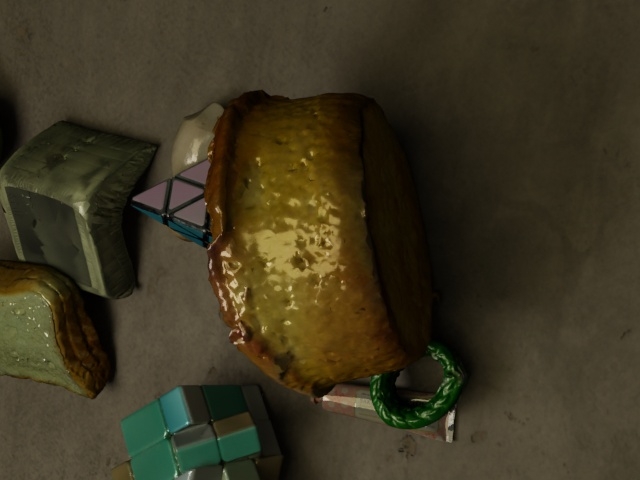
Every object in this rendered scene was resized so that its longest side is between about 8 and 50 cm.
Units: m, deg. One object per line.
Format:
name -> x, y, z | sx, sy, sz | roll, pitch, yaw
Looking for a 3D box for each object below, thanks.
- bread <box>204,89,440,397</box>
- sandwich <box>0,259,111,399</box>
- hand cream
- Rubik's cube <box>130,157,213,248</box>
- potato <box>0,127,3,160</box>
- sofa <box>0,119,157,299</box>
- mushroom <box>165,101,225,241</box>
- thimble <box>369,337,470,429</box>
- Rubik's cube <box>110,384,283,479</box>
bread -> 0.000, 0.000, 1.292 | 0.215, 0.398, 0.398 | -10, 92, 16
sandwich -> -0.477, 0.140, 1.697 | 0.251, 0.087, 0.226 | 6, 122, 29
hand cream -> 0.087, 0.234, 1.476 | 0.210, 0.043, 0.067 | 7, 95, 21
Rubik's cube -> -0.173, -0.070, 1.486 | 0.178, 0.211, 0.190 | 10, 76, -6
potato -> -0.663, -0.151, 1.736 | 0.305, 0.216, 0.215 | -5, 94, 31
sofa -> -0.372, -0.047, 1.664 | 0.210, 0.176, 0.225 | 14, 132, 26
mushroom -> -0.183, -0.102, 1.547 | 0.097, 0.088, 0.212 | 25, 110, 10
thimble -> 0.132, 0.188, 1.402 | 0.130, 0.090, 0.118 | -18, 80, 13
Rubik's cube -> -0.161, 0.332, 1.524 | 0.265, 0.224, 0.212 | -34, 65, 30
